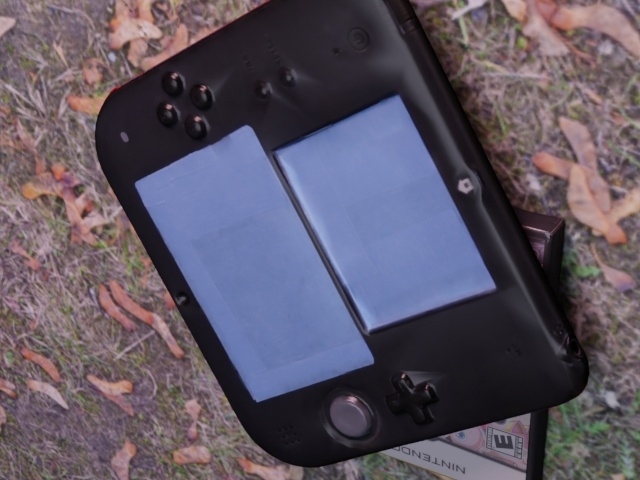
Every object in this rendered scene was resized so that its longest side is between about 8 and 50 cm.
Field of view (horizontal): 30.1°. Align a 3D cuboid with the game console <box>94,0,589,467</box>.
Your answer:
[{"bbox_3d":[0.000,0.000,0.999,0.342,0.060,0.386,-21,101,40],"label":"game console"}]

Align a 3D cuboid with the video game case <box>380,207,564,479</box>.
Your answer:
[{"bbox_3d":[0.082,0.081,1.046,0.248,0.035,0.275,15,122,28],"label":"video game case"}]
